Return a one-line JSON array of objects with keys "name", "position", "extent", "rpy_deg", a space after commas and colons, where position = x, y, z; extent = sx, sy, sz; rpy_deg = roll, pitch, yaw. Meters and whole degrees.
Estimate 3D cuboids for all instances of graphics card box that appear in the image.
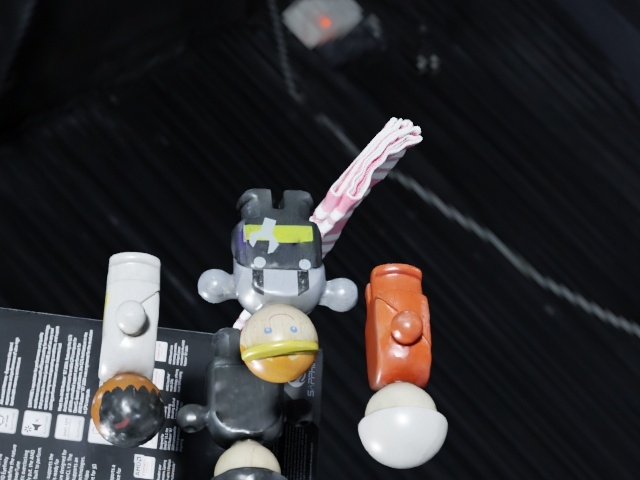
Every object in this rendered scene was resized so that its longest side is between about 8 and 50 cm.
[{"name": "graphics card box", "position": [-0.186, 0.187, 1.357], "extent": [0.371, 0.233, 0.094], "rpy_deg": [6, -33, -7]}]

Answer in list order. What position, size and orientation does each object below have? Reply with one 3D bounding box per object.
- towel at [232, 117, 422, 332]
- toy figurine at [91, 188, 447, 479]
[{"name": "towel", "position": [0.000, 0.000, 1.220], "extent": [0.197, 0.029, 0.144], "rpy_deg": [-54, -3, 36]}, {"name": "toy figurine", "position": [-0.039, 0.086, 1.059], "extent": [0.213, 0.148, 0.209], "rpy_deg": [-21, -37, 28]}]
